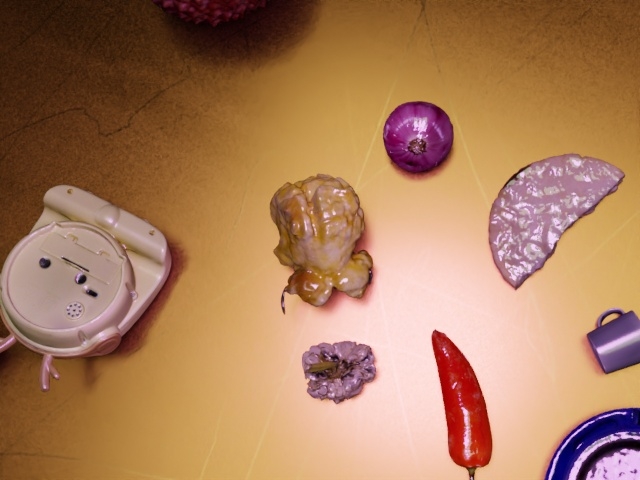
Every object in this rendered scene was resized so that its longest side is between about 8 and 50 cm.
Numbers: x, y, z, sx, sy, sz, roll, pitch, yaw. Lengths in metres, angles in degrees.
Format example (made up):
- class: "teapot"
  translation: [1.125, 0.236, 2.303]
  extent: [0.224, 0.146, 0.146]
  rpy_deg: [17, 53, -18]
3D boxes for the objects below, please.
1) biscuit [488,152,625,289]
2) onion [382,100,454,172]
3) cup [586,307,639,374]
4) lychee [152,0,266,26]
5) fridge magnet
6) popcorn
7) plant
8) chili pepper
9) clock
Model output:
- class: "biscuit"
  translation: [0.348, -0.054, 1.568]
  extent: [0.133, 0.032, 0.250]
  rpy_deg: [44, 89, 12]
- class: "onion"
  translation: [0.154, -0.167, 1.588]
  extent: [0.115, 0.104, 0.115]
  rpy_deg: [-1, 123, -1]
- class: "cup"
  translation: [0.445, 0.147, 1.504]
  extent: [0.077, 0.078, 0.100]
  rpy_deg: [-24, 44, 7]
- class: "lychee"
  translation: [-0.174, -0.499, 1.580]
  extent: [0.306, 0.330, 0.306]
  rpy_deg: [3, 83, -23]
- class: "fridge magnet"
  translation: [0.448, 0.368, 1.414]
  extent: [0.265, 0.112, 0.266]
  rpy_deg: [-9, 67, 21]
- class: "popcorn"
  translation: [-0.008, -0.002, 1.553]
  extent: [0.168, 0.173, 0.195]
  rpy_deg: [8, 110, 45]
- class: "plant"
  translation: [0.020, 0.191, 1.529]
  extent: [0.116, 0.122, 0.104]
  rpy_deg: [-29, 66, 9]
- class: "chili pepper"
  translation: [0.218, 0.263, 1.518]
  extent: [0.071, 0.063, 0.272]
  rpy_deg: [-9, 76, -6]
- class: "clock"
  translation: [-0.397, 0.079, 1.574]
  extent: [0.235, 0.096, 0.308]
  rpy_deg: [26, 66, 9]
